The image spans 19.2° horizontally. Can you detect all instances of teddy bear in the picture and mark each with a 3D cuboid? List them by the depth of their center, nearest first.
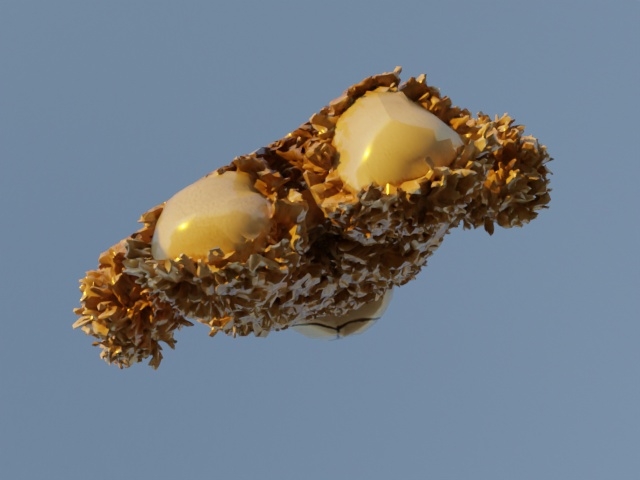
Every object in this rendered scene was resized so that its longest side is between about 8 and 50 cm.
[{"bbox_3d":[0.000,0.000,0.955,0.245,0.338,0.113,-29,-90,-18],"label":"teddy bear"}]
